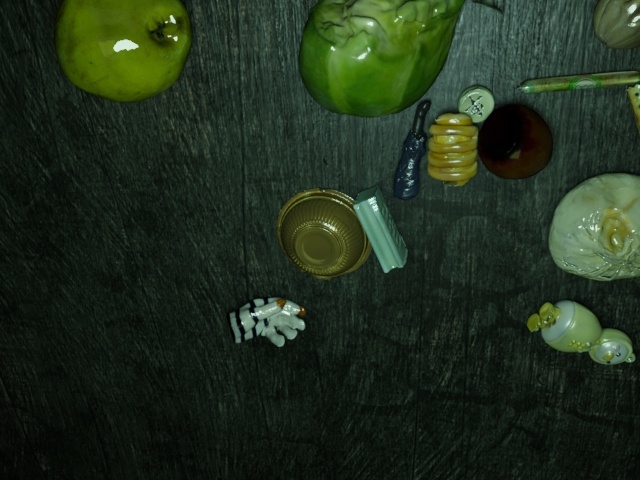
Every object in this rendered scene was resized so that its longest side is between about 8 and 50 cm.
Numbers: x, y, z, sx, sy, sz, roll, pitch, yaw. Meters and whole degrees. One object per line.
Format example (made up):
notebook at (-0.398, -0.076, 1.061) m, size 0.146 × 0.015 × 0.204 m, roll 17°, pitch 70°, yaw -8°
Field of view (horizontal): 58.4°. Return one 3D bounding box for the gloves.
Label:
gloves at (-0.153, 0.226, 1.656) m, size 0.218 × 0.131 × 0.140 m, roll -17°, pitch 112°, yaw -13°

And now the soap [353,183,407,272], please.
soap at (0.155, -0.032, 1.455) m, size 0.063 × 0.114 × 0.198 m, roll -20°, pitch 110°, yaw 20°

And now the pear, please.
pear at (-0.472, -0.461, 1.313) m, size 0.375 × 0.287 × 0.287 m, roll 4°, pitch 117°, yaw 27°

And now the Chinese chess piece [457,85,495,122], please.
Chinese chess piece at (0.358, -0.313, 1.319) m, size 0.084 × 0.034 × 0.084 m, roll 5°, pitch 117°, yaw 10°

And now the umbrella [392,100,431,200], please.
umbrella at (0.226, -0.216, 1.387) m, size 0.070 × 0.071 × 0.248 m, roll 11°, pitch 113°, yaw 7°

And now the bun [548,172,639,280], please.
bun at (0.683, -0.016, 1.326) m, size 0.287 × 0.146 × 0.287 m, roll 4°, pitch 116°, yaw 8°

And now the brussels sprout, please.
brussels sprout at (0.120, -0.422, 1.183) m, size 0.276 × 0.315 × 0.371 m, roll 37°, pitch 83°, yaw 21°

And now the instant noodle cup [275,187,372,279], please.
instant noodle cup at (0.000, 0.000, 1.518) m, size 0.273 × 0.091 × 0.274 m, roll 5°, pitch 116°, yaw 11°

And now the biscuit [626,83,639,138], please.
biscuit at (0.781, -0.310, 1.236) m, size 0.203 × 0.016 × 0.144 m, roll -22°, pitch 109°, yaw 22°

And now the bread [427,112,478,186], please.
bread at (0.308, -0.211, 1.342) m, size 0.119 × 0.084 × 0.177 m, roll 3°, pitch 127°, yaw 17°

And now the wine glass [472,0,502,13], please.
wine glass at (0.389, -0.603, 1.158) m, size 0.074 × 0.074 × 0.262 m, roll 19°, pitch 116°, yaw 3°

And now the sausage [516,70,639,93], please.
sausage at (0.569, -0.347, 1.256) m, size 0.269 × 0.033 × 0.033 m, roll -2°, pitch 115°, yaw 13°

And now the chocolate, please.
chocolate at (0.441, -0.215, 1.288) m, size 0.176 × 0.177 × 0.177 m, roll 5°, pitch 116°, yaw 10°

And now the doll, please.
doll at (0.681, 0.247, 1.466) m, size 0.296 × 0.117 × 0.141 m, roll 28°, pitch 125°, yaw -1°

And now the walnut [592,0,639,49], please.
walnut at (0.623, -0.461, 1.135) m, size 0.140 × 0.140 × 0.162 m, roll 41°, pitch 107°, yaw -8°
